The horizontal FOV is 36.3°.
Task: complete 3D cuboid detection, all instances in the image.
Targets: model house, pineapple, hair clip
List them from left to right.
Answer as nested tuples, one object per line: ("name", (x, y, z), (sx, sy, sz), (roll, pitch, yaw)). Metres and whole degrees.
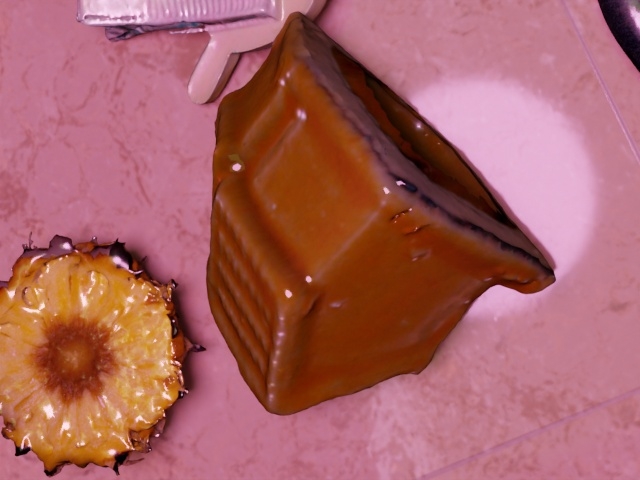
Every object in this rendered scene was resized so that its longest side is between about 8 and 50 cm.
("pineapple", (-0.201, 0.098, 0.855), (0.224, 0.076, 0.225), (0, 89, 13))
("hair clip", (-0.095, -0.196, 0.822), (0.218, 0.071, 0.159), (-2, 98, 20))
("model house", (-0.001, -0.007, 0.773), (0.239, 0.173, 0.268), (-48, 55, 22))

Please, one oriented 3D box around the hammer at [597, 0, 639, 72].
("hammer", (0.212, -0.252, 0.758), (0.137, 0.037, 0.290), (-31, 84, 15))
